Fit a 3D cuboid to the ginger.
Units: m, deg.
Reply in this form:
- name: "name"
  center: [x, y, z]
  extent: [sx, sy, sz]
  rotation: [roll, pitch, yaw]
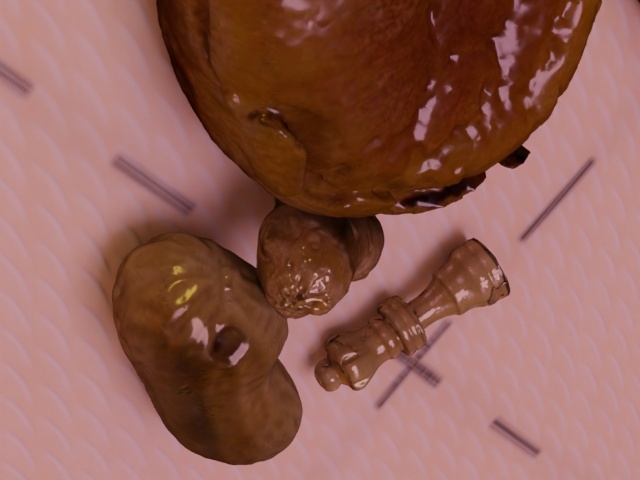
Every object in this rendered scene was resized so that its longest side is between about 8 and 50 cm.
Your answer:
- name: "ginger"
  center: [0.000, 0.002, 1.393]
  extent: [0.068, 0.190, 0.095]
  rotation: [-10, 104, 16]

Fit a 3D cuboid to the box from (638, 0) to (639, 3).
- name: "box"
  center: [0.367, -0.204, 1.505]
  extent: [0.177, 0.148, 0.195]
  rotation: [-51, 135, -2]

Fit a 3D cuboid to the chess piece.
- name: "chess piece"
  center: [0.069, 0.066, 1.534]
  extent: [0.172, 0.060, 0.060]
  rotation: [-33, 133, -9]

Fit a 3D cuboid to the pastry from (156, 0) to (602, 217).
- name: "pastry"
  center: [0.045, -0.177, 1.279]
  extent: [0.356, 0.164, 0.356]
  rotation: [-17, 126, -25]

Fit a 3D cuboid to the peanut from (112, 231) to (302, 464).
- name: "peanut"
  center: [-0.075, 0.087, 1.406]
  extent: [0.120, 0.110, 0.236]
  rotation: [-44, 137, -16]
